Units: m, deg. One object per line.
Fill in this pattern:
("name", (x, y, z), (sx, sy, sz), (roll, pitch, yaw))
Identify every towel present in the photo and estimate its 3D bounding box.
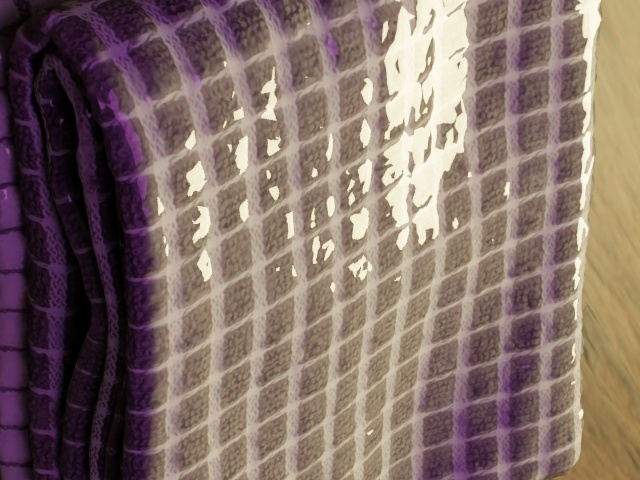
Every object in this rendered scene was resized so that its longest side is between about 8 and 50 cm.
("towel", (-0.008, 0.008, 0.682), (0.235, 0.121, 0.284), (-30, 131, -36))
